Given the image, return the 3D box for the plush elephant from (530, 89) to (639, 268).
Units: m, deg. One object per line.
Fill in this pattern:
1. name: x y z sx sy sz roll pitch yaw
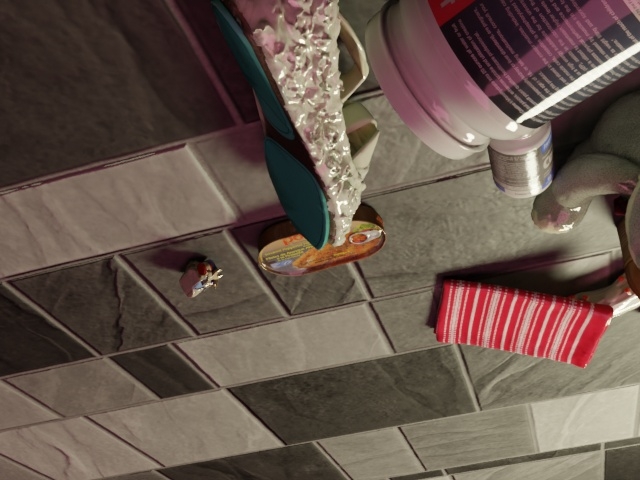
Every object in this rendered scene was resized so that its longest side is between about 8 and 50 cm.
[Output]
1. plush elephant: 0.430 -0.044 0.934 0.272 0.255 0.330 -5 146 0

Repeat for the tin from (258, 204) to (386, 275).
1. tin: 0.000 0.000 1.142 0.190 0.040 0.106 -15 149 14

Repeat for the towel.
1. towel: 0.335 0.142 1.343 0.275 0.031 0.199 9 147 8

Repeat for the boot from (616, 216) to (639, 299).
1. boot: 0.585 0.060 1.146 0.283 0.220 0.109 2 146 -11

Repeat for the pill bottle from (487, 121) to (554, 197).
1. pill bottle: 0.240 -0.119 0.956 0.078 0.078 0.137 -13 146 11

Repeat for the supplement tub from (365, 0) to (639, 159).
1. supplement tub: 0.194 -0.211 0.709 0.272 0.191 0.191 -32 138 33

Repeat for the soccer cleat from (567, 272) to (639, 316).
1. soccer cleat: 0.489 0.107 1.346 0.076 0.068 0.196 21 136 -39

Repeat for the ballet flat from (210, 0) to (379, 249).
1. ballet flat: 0.002 -0.134 0.865 0.147 0.147 0.409 -9 147 5

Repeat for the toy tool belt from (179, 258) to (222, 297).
1. toy tool belt: -0.174 0.050 1.190 0.051 0.052 0.083 -19 165 -42
